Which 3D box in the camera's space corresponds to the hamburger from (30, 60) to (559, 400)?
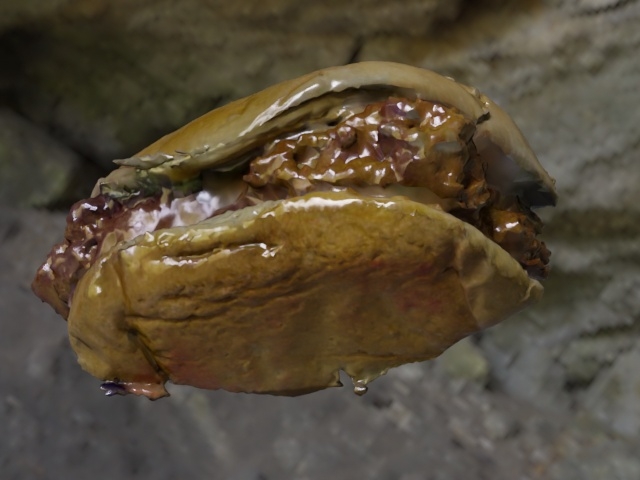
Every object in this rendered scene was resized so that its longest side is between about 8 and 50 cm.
[{"bbox_3d":[-0.007,-0.007,1.116,0.282,0.245,0.155,15,44,-18],"label":"hamburger"}]
